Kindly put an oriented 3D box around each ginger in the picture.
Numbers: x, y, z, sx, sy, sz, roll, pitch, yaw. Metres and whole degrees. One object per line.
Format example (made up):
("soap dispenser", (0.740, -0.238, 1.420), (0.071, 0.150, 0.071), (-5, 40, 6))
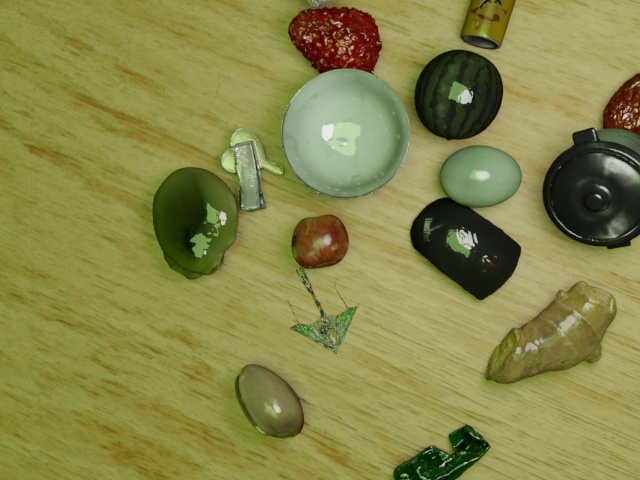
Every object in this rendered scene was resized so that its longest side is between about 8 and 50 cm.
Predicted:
("ginger", (0.544, 0.237, 1.641), (0.354, 0.126, 0.190), (-30, 96, 11))

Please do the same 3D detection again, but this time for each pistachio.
("pistachio", (-0.129, 0.410, 1.752), (0.144, 0.144, 0.215), (-41, 78, 8))

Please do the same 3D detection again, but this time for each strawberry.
("strawberry", (0.036, -0.478, 1.686), (0.236, 0.111, 0.190), (17, 116, -12))

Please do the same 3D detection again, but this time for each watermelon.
("watermelon", (0.325, -0.340, 1.630), (0.212, 0.212, 0.212), (0, 90, 10))

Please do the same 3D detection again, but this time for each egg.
("egg", (0.382, -0.153, 1.649), (0.192, 0.149, 0.149), (-2, 90, 7))

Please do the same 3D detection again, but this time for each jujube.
("jujube", (0.739, -0.314, 1.615), (0.112, 0.109, 0.176), (34, 87, -28))

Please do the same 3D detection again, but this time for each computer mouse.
("computer mouse", (0.349, 0.011, 1.682), (0.269, 0.100, 0.170), (37, 98, 8))

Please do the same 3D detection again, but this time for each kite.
("kite", (0.002, 0.179, 1.788), (0.198, 0.006, 0.244), (-23, 86, 9))

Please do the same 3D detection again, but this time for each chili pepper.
("chili pepper", (0.299, 0.551, 1.704), (0.253, 0.083, 0.099), (-33, 76, 5))

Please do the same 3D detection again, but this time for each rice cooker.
("rice cooker", (0.633, -0.121, 1.537), (0.241, 0.227, 0.280), (-11, 105, 37))

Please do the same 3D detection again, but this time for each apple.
("apple", (0.000, 0.000, 1.723), (0.146, 0.146, 0.131), (-12, 79, 10))

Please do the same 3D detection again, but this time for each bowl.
("bowl", (0.066, -0.253, 1.705), (0.313, 0.146, 0.313), (0, 90, 8))

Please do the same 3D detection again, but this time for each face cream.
("face cream", (0.438, -0.645, 1.660), (0.105, 0.105, 0.348), (18, 93, 9))

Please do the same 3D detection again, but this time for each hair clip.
("hair clip", (-0.177, -0.186, 1.786), (0.159, 0.071, 0.218), (-10, 88, 2))

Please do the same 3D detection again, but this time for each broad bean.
("broad bean", (-0.323, -0.048, 1.788), (0.238, 0.119, 0.291), (-12, 86, 17))

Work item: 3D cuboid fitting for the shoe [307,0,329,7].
("shoe", (0.014, -0.745, 1.715), (0.198, 0.172, 0.351), (45, 77, -28))
